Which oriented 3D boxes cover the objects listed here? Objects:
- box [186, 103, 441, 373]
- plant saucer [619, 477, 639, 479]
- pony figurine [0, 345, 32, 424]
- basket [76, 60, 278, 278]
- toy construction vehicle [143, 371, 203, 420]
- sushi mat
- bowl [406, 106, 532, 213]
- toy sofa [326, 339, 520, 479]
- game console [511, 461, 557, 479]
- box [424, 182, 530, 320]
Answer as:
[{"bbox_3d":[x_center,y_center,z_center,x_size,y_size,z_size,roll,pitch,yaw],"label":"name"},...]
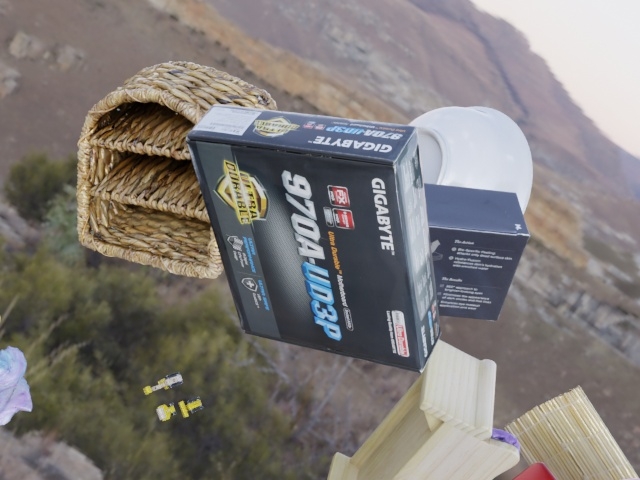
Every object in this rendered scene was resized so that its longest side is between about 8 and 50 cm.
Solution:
[{"bbox_3d":[0.000,0.000,0.821,0.175,0.220,0.051,10,44,23],"label":"box"},{"bbox_3d":[0.414,0.511,1.551,0.332,0.332,0.084,23,17,-45],"label":"plant saucer"},{"bbox_3d":[-0.427,0.197,0.924,0.351,0.302,0.363,47,40,-11],"label":"pony figurine"},{"bbox_3d":[-0.214,-0.108,1.418,0.299,0.223,0.214,14,-43,38],"label":"basket"},{"bbox_3d":[-0.280,0.299,1.924,0.098,0.035,0.086,-19,83,-44],"label":"toy construction vehicle"},{"bbox_3d":[0.459,0.409,1.737,0.317,0.151,0.019,57,23,-3],"label":"sushi mat"},{"bbox_3d":[0.191,-0.102,1.680,0.134,0.298,0.298,20,18,-42],"label":"bowl"},{"bbox_3d":[0.157,0.339,1.609,0.177,0.363,0.150,27,37,-8],"label":"toy sofa"},{"bbox_3d":[0.257,0.367,1.251,0.124,0.144,0.085,52,3,6],"label":"game console"},{"bbox_3d":[0.173,0.015,1.343,0.155,0.158,0.093,6,41,-8],"label":"box"}]
